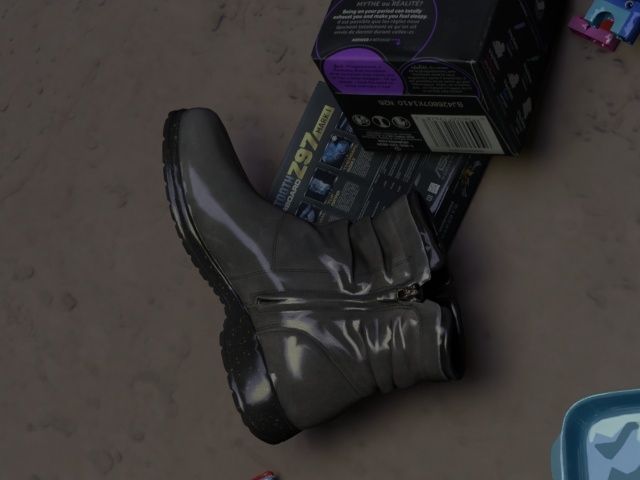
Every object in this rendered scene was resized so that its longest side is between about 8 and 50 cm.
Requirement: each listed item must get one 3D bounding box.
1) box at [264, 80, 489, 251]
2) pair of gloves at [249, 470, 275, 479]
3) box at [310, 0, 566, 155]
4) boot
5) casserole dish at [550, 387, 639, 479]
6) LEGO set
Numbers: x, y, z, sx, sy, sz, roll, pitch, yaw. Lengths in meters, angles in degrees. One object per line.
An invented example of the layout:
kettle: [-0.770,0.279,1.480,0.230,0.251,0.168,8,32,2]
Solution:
box: [0.033,-0.018,1.640,0.183,0.059,0.233,22,86,30]
pair of gloves: [-0.076,0.313,1.614,0.198,0.023,0.159,-30,65,17]
box: [0.124,-0.226,1.575,0.165,0.143,0.270,5,59,28]
boot: [0.000,0.000,1.565,0.222,0.118,0.338,-25,77,17]
casserole dish: [0.290,0.183,1.459,0.188,0.037,0.114,-9,70,24]
LEGO set: [0.329,-0.197,1.531,0.227,0.087,0.093,31,90,30]
